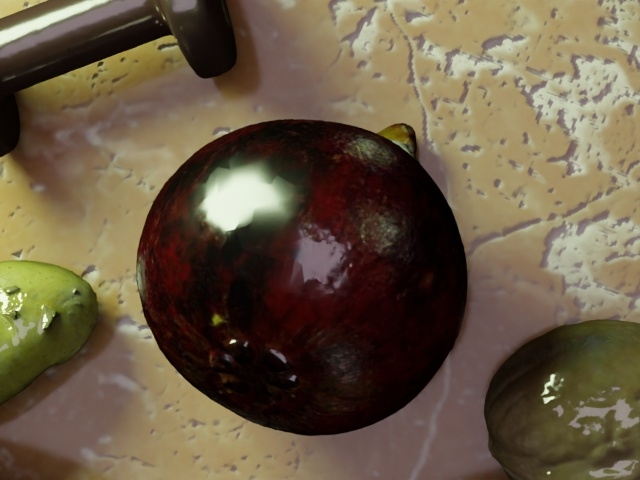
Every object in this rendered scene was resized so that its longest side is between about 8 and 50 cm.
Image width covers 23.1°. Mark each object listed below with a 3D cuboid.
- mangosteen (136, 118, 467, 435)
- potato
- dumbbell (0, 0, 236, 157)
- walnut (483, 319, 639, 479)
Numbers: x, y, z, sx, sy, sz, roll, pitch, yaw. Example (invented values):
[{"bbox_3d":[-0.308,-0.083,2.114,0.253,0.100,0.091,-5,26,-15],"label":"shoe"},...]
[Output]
[{"bbox_3d":[0.000,0.000,1.105,0.235,0.235,0.261,23,51,7],"label":"mangosteen"},{"bbox_3d":[-0.255,0.083,1.169,0.188,0.085,0.105,-41,53,-18],"label":"potato"},{"bbox_3d":[-0.182,-0.156,1.161,0.225,0.124,0.140,-19,85,4],"label":"dumbbell"},{"bbox_3d":[0.197,0.124,1.101,0.162,0.140,0.140,-20,85,-3],"label":"walnut"}]
